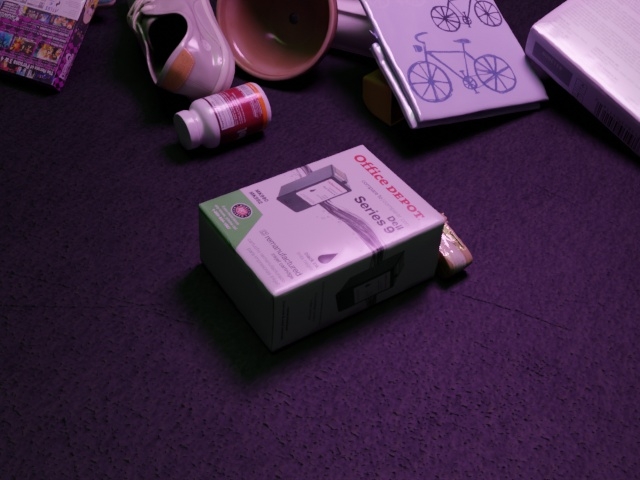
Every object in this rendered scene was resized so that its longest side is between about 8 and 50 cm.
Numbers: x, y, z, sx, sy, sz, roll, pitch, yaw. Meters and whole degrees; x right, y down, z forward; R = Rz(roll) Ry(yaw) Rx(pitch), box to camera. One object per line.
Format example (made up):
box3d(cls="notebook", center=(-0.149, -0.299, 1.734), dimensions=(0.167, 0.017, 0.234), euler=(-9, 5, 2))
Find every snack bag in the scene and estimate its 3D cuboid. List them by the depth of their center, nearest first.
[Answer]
box3d(cls="snack bag", center=(0.220, -0.366, 1.612), dimensions=(0.323, 0.037, 0.342), euler=(-15, 72, -31))

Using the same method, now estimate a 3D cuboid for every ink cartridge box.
box3d(cls="ink cartridge box", center=(0.000, 0.000, 1.280), dimensions=(0.289, 0.121, 0.211), euler=(-23, 50, -26))
box3d(cls="ink cartridge box", center=(0.616, -0.365, 1.613), dimensions=(0.385, 0.091, 0.308), euler=(-35, 67, -14))

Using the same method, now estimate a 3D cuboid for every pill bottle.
box3d(cls="pill bottle", center=(-0.167, -0.207, 1.514), dimensions=(0.152, 0.086, 0.086), euler=(-23, 50, -25))

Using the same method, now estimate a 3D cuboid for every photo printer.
box3d(cls="photo printer", center=(0.084, -0.477, 1.799), dimensions=(0.307, 0.107, 0.256), euler=(17, 46, 14))

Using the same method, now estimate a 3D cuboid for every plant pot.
box3d(cls="plant pot", center=(0.121, -0.268, 1.606), dimensions=(0.083, 0.081, 0.081), euler=(30, 49, 33))
box3d(cls="plant pot", center=(-0.068, -0.419, 1.674), dimensions=(0.237, 0.237, 0.110), euler=(20, 18, 17))

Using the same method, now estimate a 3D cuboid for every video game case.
box3d(cls="video game case", center=(-0.543, -0.402, 1.647), dimensions=(0.232, 0.042, 0.210), euler=(18, 81, 15))

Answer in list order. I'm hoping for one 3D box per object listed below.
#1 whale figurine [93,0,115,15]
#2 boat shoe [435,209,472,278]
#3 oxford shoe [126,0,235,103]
box3d(cls="whale figurine", center=(-0.496, -0.534, 1.793), dimensions=(0.216, 0.141, 0.272), euler=(29, 52, 25))
box3d(cls="boat shoe", center=(0.169, -0.015, 1.356), dimensions=(0.059, 0.063, 0.170), euler=(-17, 56, -24))
box3d(cls="oxford shoe", center=(-0.289, -0.409, 1.647), dimensions=(0.130, 0.169, 0.449), euler=(12, 34, -38))
